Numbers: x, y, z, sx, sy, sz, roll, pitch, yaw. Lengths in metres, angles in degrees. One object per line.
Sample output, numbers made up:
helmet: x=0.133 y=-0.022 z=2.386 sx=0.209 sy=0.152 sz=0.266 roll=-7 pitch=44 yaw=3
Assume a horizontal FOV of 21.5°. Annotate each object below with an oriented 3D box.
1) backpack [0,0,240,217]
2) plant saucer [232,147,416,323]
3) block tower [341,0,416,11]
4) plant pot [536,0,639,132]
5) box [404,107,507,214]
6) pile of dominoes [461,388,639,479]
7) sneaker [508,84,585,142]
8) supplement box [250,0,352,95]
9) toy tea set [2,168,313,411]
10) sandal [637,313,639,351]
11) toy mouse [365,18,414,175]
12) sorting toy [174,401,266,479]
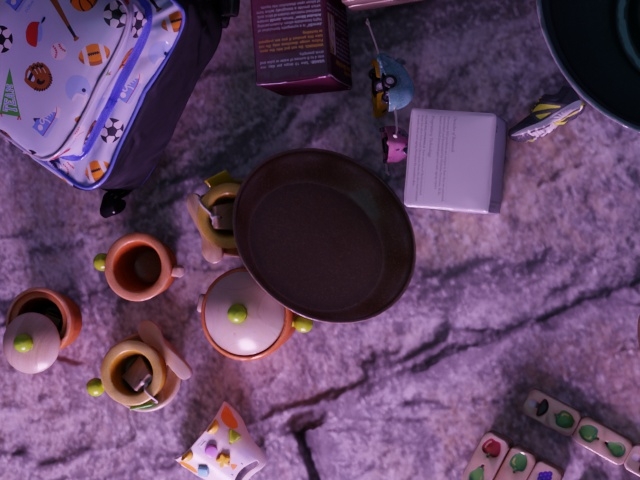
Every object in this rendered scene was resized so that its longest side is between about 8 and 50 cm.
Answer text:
backpack: x=-0.270 y=-0.202 z=1.752 sx=0.263 sy=0.213 sz=0.276 roll=34 pitch=99 yaw=23
plant saucer: x=0.000 y=0.000 z=1.716 sx=0.199 sy=0.036 sz=0.198 roll=10 pitch=61 yaw=-18
block tower: x=0.048 y=-0.408 z=1.736 sx=0.097 sy=0.091 sz=0.335 roll=-8 pitch=86 yaw=12
plant pot: x=0.360 y=-0.231 z=1.603 sx=0.293 sy=0.196 sz=0.293 roll=0 pitch=89 yaw=13
box: x=0.137 y=-0.079 z=1.698 sx=0.087 sy=0.101 sz=0.102 roll=4 pitch=90 yaw=13
pile of dominoes: x=0.260 y=0.283 z=1.688 sx=0.251 sy=0.040 sz=0.196 roll=28 pitch=94 yaw=13
sneaker: x=0.227 y=-0.129 z=1.719 sx=0.083 sy=0.031 sz=0.035 roll=-25 pitch=70 yaw=6
supplement box: x=-0.023 y=-0.249 z=1.739 sx=0.081 sy=0.104 sz=0.188 roll=-5 pitch=87 yaw=13
toy tea set: x=-0.175 y=0.072 z=1.752 sx=0.336 sy=0.124 sz=0.200 roll=-28 pitch=82 yaw=10
sandal: x=0.374 y=0.178 z=1.646 sx=0.079 sy=0.088 sz=0.240 roll=-5 pitch=75 yaw=-11
toy mouse: x=0.076 y=-0.131 z=1.703 sx=0.031 sy=0.143 sz=0.161 roll=-6 pitch=112 yaw=-6
sorting toy: x=-0.100 y=0.228 z=1.778 sx=0.075 sy=0.045 sz=0.083 roll=39 pitch=97 yaw=-8
